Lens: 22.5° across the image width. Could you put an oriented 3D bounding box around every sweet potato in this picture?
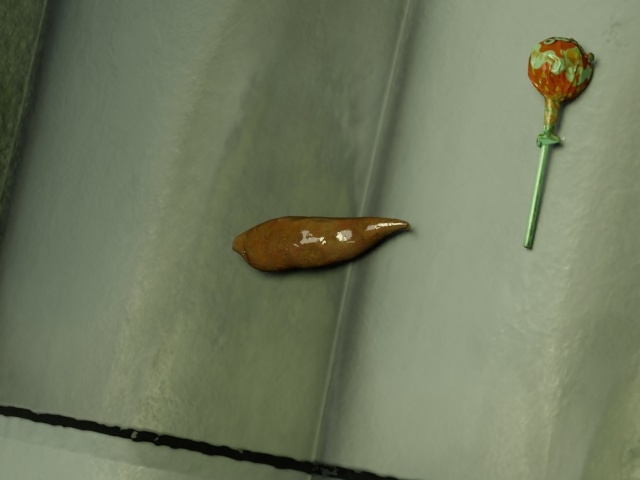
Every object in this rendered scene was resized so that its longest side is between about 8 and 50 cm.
[{"bbox_3d":[0.000,0.000,1.477,0.195,0.056,0.056,-6,72,29],"label":"sweet potato"}]

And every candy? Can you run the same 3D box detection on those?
[{"bbox_3d":[0.192,-0.084,1.374,0.055,0.049,0.184,11,87,-7],"label":"candy"}]
